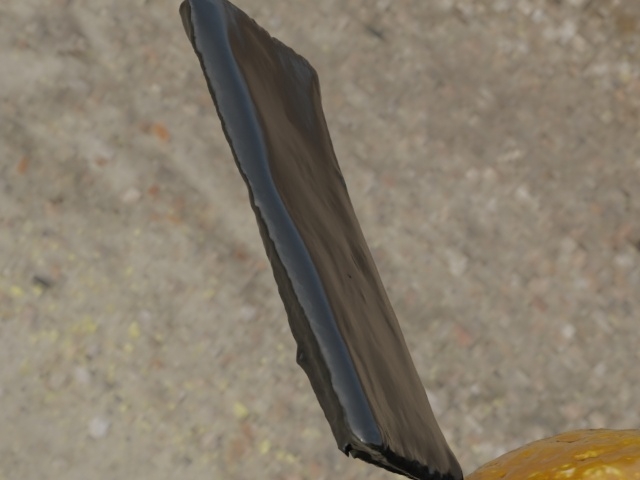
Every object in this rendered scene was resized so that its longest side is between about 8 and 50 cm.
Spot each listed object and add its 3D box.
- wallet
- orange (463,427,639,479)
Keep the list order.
[{"bbox_3d":[0.001,-0.001,0.899,0.146,0.030,0.285,29,35,-58],"label":"wallet"},{"bbox_3d":[0.199,0.276,1.005,0.340,0.293,0.340,-23,90,-80],"label":"orange"}]
